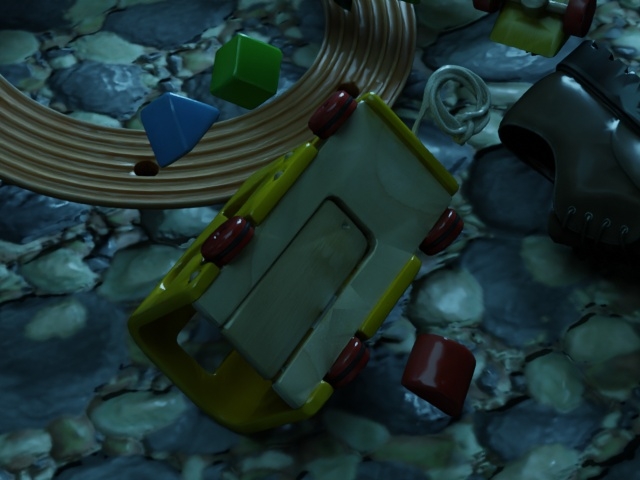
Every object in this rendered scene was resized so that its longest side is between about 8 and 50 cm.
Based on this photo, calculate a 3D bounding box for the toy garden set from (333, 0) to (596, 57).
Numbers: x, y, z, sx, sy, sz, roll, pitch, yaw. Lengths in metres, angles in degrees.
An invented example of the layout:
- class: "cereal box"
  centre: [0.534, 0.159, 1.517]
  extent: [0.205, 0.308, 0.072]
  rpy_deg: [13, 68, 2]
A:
- class: "toy garden set"
  centre: [0.104, -0.194, 0.928]
  extent: [0.204, 0.049, 0.244]
  rpy_deg: [19, 38, 21]

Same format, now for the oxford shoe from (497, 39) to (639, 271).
- class: "oxford shoe"
  centre: [0.179, -0.009, 0.777]
  extent: [0.096, 0.083, 0.227]
  rpy_deg: [-36, 50, -6]

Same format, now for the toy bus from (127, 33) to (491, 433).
- class: "toy bus"
  centre: [-0.010, 0.004, 0.757]
  extent: [0.202, 0.104, 0.191]
  rpy_deg: [3, 74, -33]

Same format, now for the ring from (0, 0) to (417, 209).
- class: "ring"
  centre: [-0.107, -0.138, 0.913]
  extent: [0.337, 0.032, 0.336]
  rpy_deg: [3, 49, -3]
